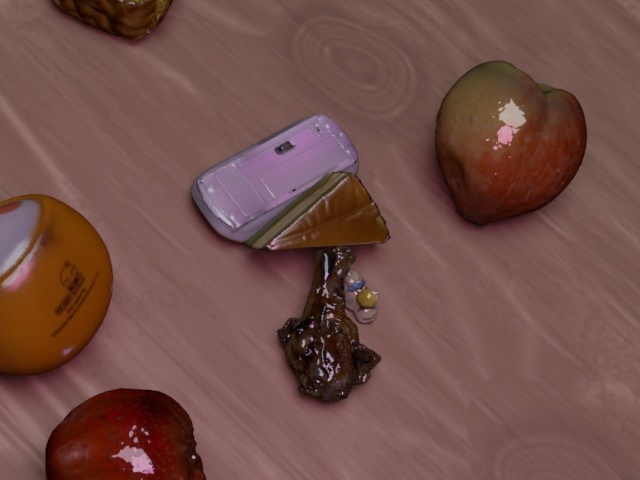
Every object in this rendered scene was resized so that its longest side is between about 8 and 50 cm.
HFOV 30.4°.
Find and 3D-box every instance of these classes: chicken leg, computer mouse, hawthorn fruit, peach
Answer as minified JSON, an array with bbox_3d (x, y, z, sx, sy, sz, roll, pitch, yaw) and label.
[{"bbox_3d":[0.005,0.108,1.504,0.125,0.080,0.196,-10,73,-14],"label":"chicken leg"},{"bbox_3d":[-0.061,-0.085,1.618,0.245,0.056,0.126,-32,75,-24],"label":"computer mouse"},{"bbox_3d":[-0.233,0.261,1.320,0.200,0.179,0.179,-17,65,-3],"label":"hawthorn fruit"},{"bbox_3d":[0.256,-0.129,1.657,0.232,0.232,0.233,6,60,-10],"label":"peach"}]

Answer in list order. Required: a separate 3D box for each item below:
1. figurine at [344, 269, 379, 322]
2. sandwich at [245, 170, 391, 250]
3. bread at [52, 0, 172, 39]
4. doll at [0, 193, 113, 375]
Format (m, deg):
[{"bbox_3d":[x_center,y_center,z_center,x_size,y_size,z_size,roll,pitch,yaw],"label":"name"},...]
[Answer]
[{"bbox_3d":[0.049,0.067,1.563,0.047,0.051,0.083,-31,72,-21],"label":"figurine"},{"bbox_3d":[0.000,0.000,1.562,0.163,0.079,0.113,-40,109,-19],"label":"sandwich"},{"bbox_3d":[-0.288,-0.409,1.724,0.181,0.096,0.222,20,56,-2],"label":"bread"},{"bbox_3d":[-0.368,0.050,1.409,0.236,0.213,0.213,8,46,43],"label":"doll"}]
